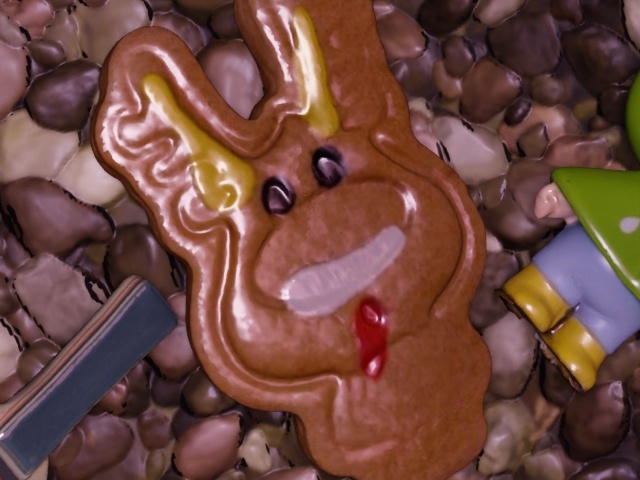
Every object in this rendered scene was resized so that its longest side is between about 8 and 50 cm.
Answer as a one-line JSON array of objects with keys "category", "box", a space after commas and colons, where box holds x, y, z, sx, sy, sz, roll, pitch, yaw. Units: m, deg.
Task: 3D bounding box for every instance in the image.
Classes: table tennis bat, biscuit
[{"category": "table tennis bat", "box": [-0.183, 0.131, 0.967, 0.301, 0.022, 0.173, -48, 125, -18]}, {"category": "biscuit", "box": [0.001, 0.000, 1.054, 0.186, 0.044, 0.295, -33, 99, -16]}]

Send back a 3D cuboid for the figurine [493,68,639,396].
[{"category": "figurine", "box": [0.217, -0.030, 1.091, 0.263, 0.143, 0.162, -40, 95, 0]}]
